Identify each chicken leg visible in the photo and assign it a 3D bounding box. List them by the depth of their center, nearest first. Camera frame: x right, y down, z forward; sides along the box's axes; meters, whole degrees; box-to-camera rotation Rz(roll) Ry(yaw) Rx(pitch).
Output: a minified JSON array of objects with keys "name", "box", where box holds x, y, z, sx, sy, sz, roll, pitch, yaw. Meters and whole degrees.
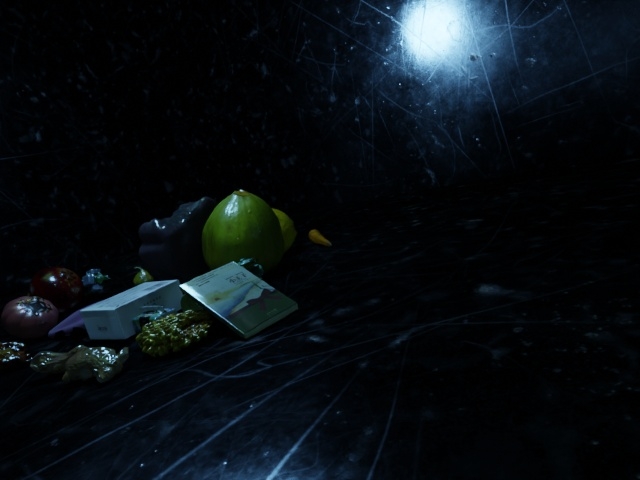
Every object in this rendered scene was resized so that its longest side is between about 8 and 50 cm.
[{"name":"chicken leg","box":[-0.952,0.366,1.272,0.178,0.082,0.322,2,9,3]}]

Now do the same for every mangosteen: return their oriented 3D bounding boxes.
[{"name":"mangosteen","box":[-1.168,0.239,1.929,0.257,0.215,0.215,-47,5,12]}]

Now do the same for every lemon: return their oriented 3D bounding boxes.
[{"name":"lemon","box":[-0.231,-0.034,2.025,0.234,0.233,0.288,-15,12,-7]}]

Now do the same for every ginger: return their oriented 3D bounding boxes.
[{"name":"ginger","box":[-0.616,0.316,1.129,0.290,0.084,0.122,-4,35,26]}]

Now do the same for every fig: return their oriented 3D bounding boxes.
[{"name":"fig","box":[-0.302,-0.018,1.729,0.344,0.343,0.343,-13,10,3]},{"name":"fig","box":[-0.826,0.170,2.063,0.084,0.098,0.082,-1,10,5]}]

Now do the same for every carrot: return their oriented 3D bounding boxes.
[{"name":"carrot","box":[0.000,0.000,2.054,0.061,0.061,0.257,-16,20,-14]}]

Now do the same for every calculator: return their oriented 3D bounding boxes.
[{"name":"calculator","box":[-0.840,0.275,1.580,0.294,0.043,0.194,-16,20,23]}]

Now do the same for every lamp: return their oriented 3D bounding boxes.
[{"name":"lamp","box":[-1.061,0.287,1.614,0.182,0.140,0.182,29,16,-9]}]

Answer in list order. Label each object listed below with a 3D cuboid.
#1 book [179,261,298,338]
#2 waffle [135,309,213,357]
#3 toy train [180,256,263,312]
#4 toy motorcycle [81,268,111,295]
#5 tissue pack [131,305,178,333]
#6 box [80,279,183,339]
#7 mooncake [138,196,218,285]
[{"name":"book","box":[-0.229,0.159,1.238,0.290,0.026,0.201,26,35,32]},{"name":"waffle","box":[-0.388,0.243,1.193,0.197,0.070,0.193,-14,10,-2]},{"name":"toy train","box":[-0.322,0.145,1.464,0.190,0.126,0.307,-6,14,31]},{"name":"toy motorcycle","box":[-1.133,0.217,2.103,0.275,0.124,0.187,-24,-15,28]},{"name":"tissue pack","box":[-0.505,0.236,1.349,0.111,0.079,0.085,-8,11,31]},{"name":"box","box":[-0.613,0.224,1.468,0.195,0.110,0.260,-7,14,33]},{"name":"mooncake","box":[-0.553,0.019,1.812,0.212,0.350,0.381,-7,11,30]}]
